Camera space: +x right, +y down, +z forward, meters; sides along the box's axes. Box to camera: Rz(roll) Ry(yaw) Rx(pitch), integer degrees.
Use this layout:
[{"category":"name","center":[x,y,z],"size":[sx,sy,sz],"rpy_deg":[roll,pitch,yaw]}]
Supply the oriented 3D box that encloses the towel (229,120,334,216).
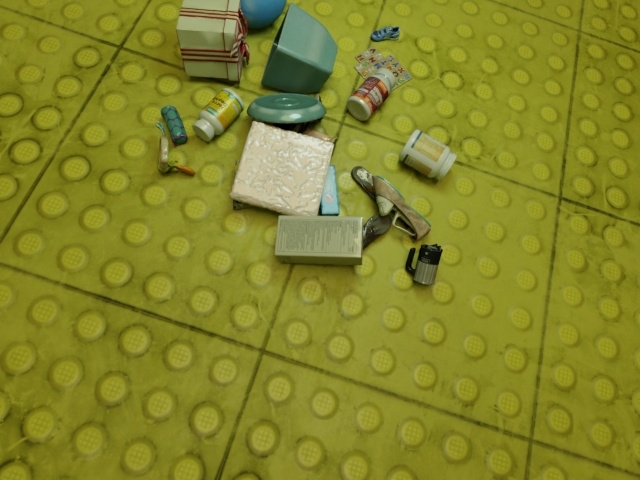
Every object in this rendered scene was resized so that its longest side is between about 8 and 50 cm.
[{"category":"towel","center":[-0.141,-0.260,1.586],"size":[0.332,0.053,0.317],"rpy_deg":[15,82,-6]}]

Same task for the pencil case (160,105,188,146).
[{"category":"pencil case","center":[-0.582,-0.457,1.672],"size":[0.070,0.064,0.151],"rpy_deg":[-30,75,23]}]

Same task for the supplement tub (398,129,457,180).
[{"category":"supplement tub","center":[0.439,-0.348,1.725],"size":[0.200,0.144,0.144],"rpy_deg":[32,70,4]}]

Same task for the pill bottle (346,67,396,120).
[{"category":"pill bottle","center":[0.221,-0.628,1.801],"size":[0.121,0.121,0.221],"rpy_deg":[38,73,6]}]

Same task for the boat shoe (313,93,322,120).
[{"category":"boat shoe","center":[-0.011,-0.569,1.798],"size":[0.042,0.049,0.133],"rpy_deg":[19,56,-36]}]

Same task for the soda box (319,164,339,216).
[{"category":"soda box","center":[0.028,-0.191,1.659],"size":[0.071,0.067,0.210],"rpy_deg":[-3,72,-8]}]

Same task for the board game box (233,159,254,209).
[{"category":"board game box","center":[-0.238,-0.213,1.637],"size":[0.194,0.060,0.194],"rpy_deg":[2,71,-8]}]

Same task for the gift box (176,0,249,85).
[{"category":"gift box","center":[-0.423,-0.799,1.714],"size":[0.258,0.255,0.276],"rpy_deg":[1,65,-5]}]

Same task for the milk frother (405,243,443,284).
[{"category":"milk frother","center":[0.413,0.082,1.608],"size":[0.143,0.129,0.134],"rpy_deg":[0,108,-36]}]

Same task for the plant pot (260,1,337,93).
[{"category":"plant pot","center":[-0.074,-0.764,1.757],"size":[0.252,0.248,0.247],"rpy_deg":[19,69,-18]}]

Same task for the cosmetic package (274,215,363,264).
[{"category":"cosmetic package","center":[0.000,0.000,1.530],"size":[0.309,0.113,0.160],"rpy_deg":[2,71,8]}]

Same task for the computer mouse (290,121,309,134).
[{"category":"computer mouse","center":[-0.115,-0.373,1.646],"size":[0.071,0.041,0.242],"rpy_deg":[28,102,3]}]

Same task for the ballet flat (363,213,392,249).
[{"category":"ballet flat","center":[0.183,-0.019,1.634],"size":[0.084,0.058,0.250],"rpy_deg":[45,67,5]}]

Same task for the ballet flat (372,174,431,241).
[{"category":"ballet flat","center":[0.295,-0.115,1.626],"size":[0.316,0.107,0.106],"rpy_deg":[42,79,-6]}]

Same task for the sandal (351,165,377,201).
[{"category":"sandal","center":[0.218,-0.230,1.701],"size":[0.090,0.060,0.219],"rpy_deg":[-42,81,-18]}]

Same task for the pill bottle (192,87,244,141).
[{"category":"pill bottle","center":[-0.411,-0.498,1.680],"size":[0.117,0.117,0.208],"rpy_deg":[35,71,5]}]

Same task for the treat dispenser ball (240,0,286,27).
[{"category":"treat dispenser ball","center":[-0.284,-1.069,1.799],"size":[0.288,0.288,0.288],"rpy_deg":[2,71,-7]}]

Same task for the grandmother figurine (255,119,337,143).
[{"category":"grandmother figurine","center":[-0.116,-0.427,1.708],"size":[0.342,0.104,0.208],"rpy_deg":[28,85,5]}]

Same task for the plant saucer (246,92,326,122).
[{"category":"plant saucer","center":[-0.134,-0.533,1.668],"size":[0.318,0.043,0.317],"rpy_deg":[2,33,-1]}]

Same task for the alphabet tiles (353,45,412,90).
[{"category":"alphabet tiles","center":[0.275,-0.784,1.924],"size":[0.198,0.009,0.237],"rpy_deg":[-35,80,-17]}]

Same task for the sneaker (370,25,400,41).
[{"category":"sneaker","center":[0.305,-0.971,1.964],"size":[0.144,0.059,0.053],"rpy_deg":[-12,76,-10]}]

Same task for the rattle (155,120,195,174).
[{"category":"rattle","center":[-0.562,-0.359,1.621],"size":[0.143,0.130,0.199],"rpy_deg":[-5,62,-9]}]
